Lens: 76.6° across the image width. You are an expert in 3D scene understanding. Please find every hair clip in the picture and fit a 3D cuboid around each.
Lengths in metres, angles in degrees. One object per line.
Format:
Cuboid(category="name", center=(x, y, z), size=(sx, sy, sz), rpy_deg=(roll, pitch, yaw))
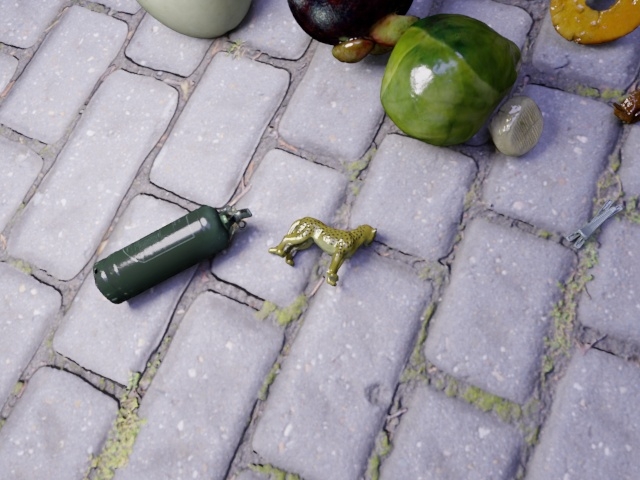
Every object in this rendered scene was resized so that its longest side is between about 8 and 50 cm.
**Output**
Cuboid(category="hair clip", center=(0.508, -0.034, 0.745), size=(0.115, 0.039, 0.030), rpy_deg=(-40, 80, -8))

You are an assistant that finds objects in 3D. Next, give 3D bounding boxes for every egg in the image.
Cuboid(category="egg", center=(-0.291, -0.605, 0.836), size=(0.279, 0.336, 0.278), rpy_deg=(-4, 72, 11))

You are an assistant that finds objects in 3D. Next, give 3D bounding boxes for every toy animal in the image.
Cuboid(category="toy animal", center=(0.000, 0.000, 0.780), size=(0.181, 0.073, 0.136), rpy_deg=(21, 70, 24))

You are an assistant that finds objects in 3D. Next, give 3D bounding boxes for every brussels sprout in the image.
Cuboid(category="brussels sprout", center=(0.245, -0.304, 0.763), size=(0.271, 0.210, 0.219), rpy_deg=(-17, 47, -21))

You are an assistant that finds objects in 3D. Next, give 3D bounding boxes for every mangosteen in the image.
Cuboid(category="mangosteen", center=(0.067, -0.504, 0.807), size=(0.288, 0.288, 0.287), rpy_deg=(-2, 75, 6))

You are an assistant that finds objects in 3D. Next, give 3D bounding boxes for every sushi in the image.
Cuboid(category="sushi", center=(0.622, -0.266, 0.787), size=(0.120, 0.052, 0.055), rpy_deg=(-24, 73, -1))

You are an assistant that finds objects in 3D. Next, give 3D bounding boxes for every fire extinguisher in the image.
Cuboid(category="fire extinguisher", center=(-0.272, 0.012, 0.778), size=(0.311, 0.114, 0.095), rpy_deg=(-29, 103, -4))

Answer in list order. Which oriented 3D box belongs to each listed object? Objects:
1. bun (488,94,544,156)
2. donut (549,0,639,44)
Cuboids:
Cuboid(category="bun", center=(0.373, -0.220, 0.785), size=(0.115, 0.069, 0.115), rpy_deg=(-9, 110, -25))
Cuboid(category="donut", center=(0.557, -0.483, 0.811), size=(0.179, 0.162, 0.065), rpy_deg=(11, 35, 15))
